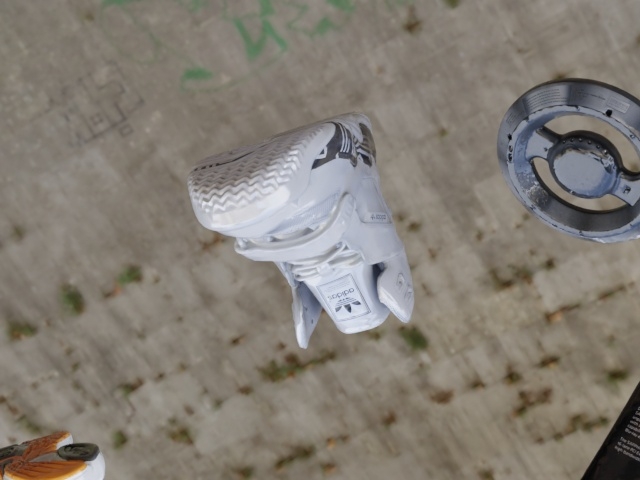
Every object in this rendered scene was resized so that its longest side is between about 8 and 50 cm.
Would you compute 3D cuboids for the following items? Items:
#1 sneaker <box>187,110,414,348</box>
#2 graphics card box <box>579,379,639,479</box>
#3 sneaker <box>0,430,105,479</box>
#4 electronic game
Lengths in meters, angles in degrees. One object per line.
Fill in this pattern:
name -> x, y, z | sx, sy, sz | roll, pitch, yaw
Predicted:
sneaker -> 0.000, 0.000, 1.015 | 0.137, 0.210, 0.366 | -16, -174, 15
graphics card box -> 0.386, 0.249, 1.070 | 0.233, 0.094, 0.371 | 27, -110, 26
sneaker -> -0.250, 0.245, 0.994 | 0.099, 0.121, 0.262 | -14, -178, -22
electronic game -> 0.321, -0.093, 1.328 | 0.229, 0.229, 0.048 | -16, -155, 46
